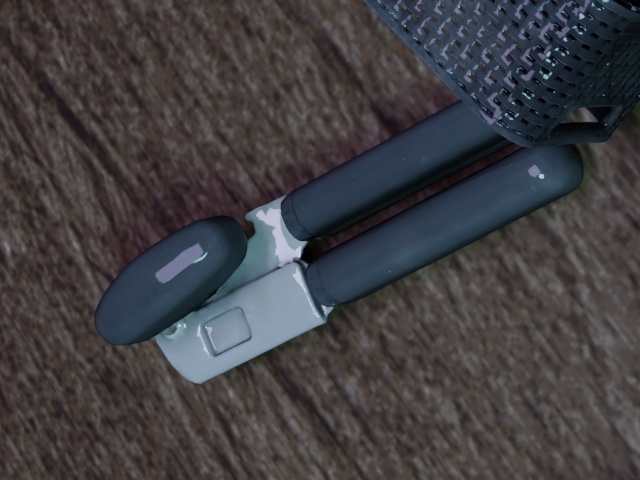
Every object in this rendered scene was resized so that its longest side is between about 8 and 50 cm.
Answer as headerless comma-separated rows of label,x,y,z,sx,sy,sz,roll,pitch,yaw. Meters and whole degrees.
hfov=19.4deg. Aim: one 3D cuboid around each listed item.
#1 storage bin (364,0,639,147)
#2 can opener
storage bin,0.084,-0.136,0.903,0.180,0.122,0.084,47,116,21
can opener,0.000,0.000,1.000,0.283,0.095,0.076,-28,79,32
